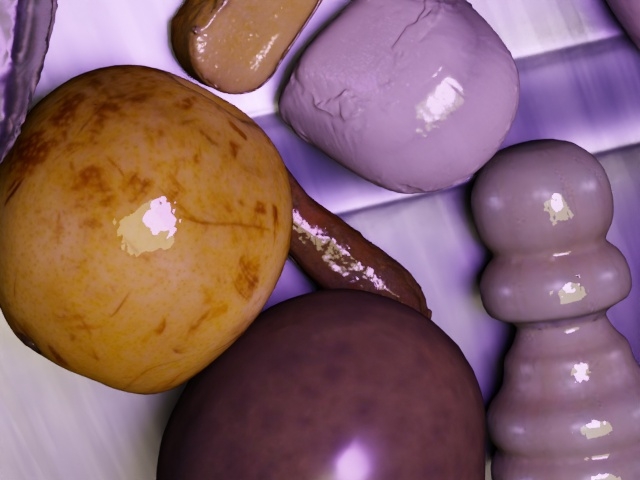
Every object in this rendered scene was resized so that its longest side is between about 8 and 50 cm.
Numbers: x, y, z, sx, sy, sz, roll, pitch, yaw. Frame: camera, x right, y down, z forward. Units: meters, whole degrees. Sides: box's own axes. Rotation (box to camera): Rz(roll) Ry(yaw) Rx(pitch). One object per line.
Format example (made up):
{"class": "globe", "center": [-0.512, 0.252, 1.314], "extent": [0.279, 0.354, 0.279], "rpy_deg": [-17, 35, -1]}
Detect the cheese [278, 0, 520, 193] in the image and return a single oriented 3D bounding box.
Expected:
{"class": "cheese", "center": [0.083, -0.133, 1.549], "extent": [0.198, 0.189, 0.154], "rpy_deg": [-46, 138, 0]}

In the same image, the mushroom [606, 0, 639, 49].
{"class": "mushroom", "center": [0.314, -0.271, 1.600], "extent": [0.128, 0.128, 0.350], "rpy_deg": [-31, 101, -6]}

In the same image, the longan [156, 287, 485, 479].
{"class": "longan", "center": [0.005, 0.203, 1.521], "extent": [0.318, 0.319, 0.319], "rpy_deg": [-2, 100, -12]}

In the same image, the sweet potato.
{"class": "sweet potato", "center": [0.000, 0.000, 1.603], "extent": [0.273, 0.075, 0.075], "rpy_deg": [44, 89, -13]}

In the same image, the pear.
{"class": "pear", "center": [-0.157, -0.012, 1.458], "extent": [0.280, 0.281, 0.281], "rpy_deg": [-2, 100, -12]}

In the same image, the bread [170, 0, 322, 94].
{"class": "bread", "center": [-0.040, -0.243, 1.541], "extent": [0.102, 0.094, 0.245], "rpy_deg": [32, 93, -25]}

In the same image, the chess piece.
{"class": "chess piece", "center": [0.227, 0.069, 1.621], "extent": [0.182, 0.182, 0.330], "rpy_deg": [-11, 97, -10]}

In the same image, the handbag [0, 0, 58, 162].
{"class": "handbag", "center": [-0.343, -0.219, 1.400], "extent": [0.247, 0.240, 0.341], "rpy_deg": [5, 98, -14]}
